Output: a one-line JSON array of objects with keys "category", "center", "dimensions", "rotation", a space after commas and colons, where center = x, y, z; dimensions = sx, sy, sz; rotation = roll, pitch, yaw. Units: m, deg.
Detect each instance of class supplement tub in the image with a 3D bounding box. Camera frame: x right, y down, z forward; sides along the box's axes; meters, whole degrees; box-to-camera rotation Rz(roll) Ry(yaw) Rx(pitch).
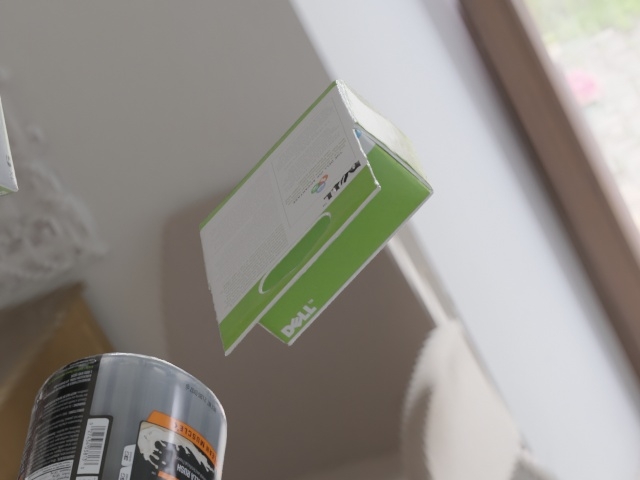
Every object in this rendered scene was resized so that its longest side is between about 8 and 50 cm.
[{"category": "supplement tub", "center": [-0.118, 0.168, 1.018], "dimensions": [0.117, 0.117, 0.190], "rotation": [-19, 42, 24]}]

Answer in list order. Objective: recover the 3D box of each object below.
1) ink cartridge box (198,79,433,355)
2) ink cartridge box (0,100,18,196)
[{"category": "ink cartridge box", "center": [0.000, 0.000, 1.503], "dimensions": [0.189, 0.097, 0.255], "rotation": [-47, 22, 13]}, {"category": "ink cartridge box", "center": [-0.266, -0.085, 1.271], "dimensions": [0.062, 0.109, 0.209], "rotation": [-16, -13, 13]}]
